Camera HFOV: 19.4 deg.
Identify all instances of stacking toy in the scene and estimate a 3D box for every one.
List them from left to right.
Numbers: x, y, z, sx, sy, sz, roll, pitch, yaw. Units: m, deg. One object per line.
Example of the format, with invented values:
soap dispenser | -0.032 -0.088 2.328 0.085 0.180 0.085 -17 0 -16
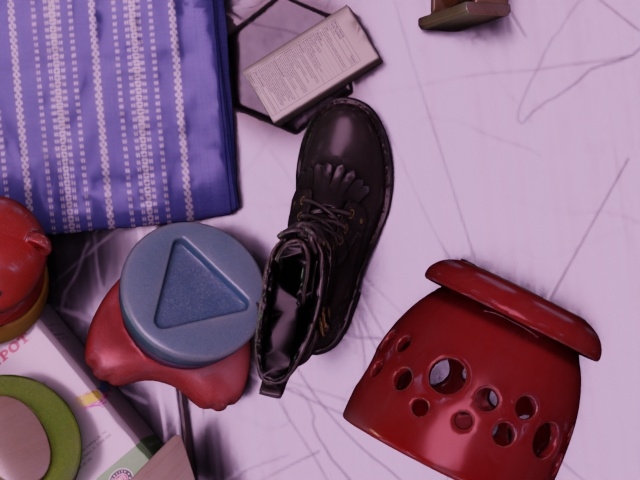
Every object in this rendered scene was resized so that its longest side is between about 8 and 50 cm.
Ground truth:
stacking toy | -0.196 0.099 1.615 0.309 0.130 0.279 8 66 -15

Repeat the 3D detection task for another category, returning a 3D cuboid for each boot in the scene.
boot | 0.000 0.000 1.619 0.091 0.229 0.263 9 91 7

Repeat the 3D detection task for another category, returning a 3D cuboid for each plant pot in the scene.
plant pot | 0.139 0.120 1.622 0.191 0.191 0.174 27 91 7

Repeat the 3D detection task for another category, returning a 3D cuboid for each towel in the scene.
towel | -0.248 -0.126 1.712 0.336 0.040 0.243 -5 98 -3

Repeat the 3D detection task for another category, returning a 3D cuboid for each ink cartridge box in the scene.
ink cartridge box | -0.251 0.184 1.719 0.154 0.093 0.212 -41 87 4

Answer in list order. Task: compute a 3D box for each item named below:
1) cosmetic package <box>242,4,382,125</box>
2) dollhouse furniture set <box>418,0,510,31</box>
cosmetic package | -0.007 -0.159 1.715 0.115 0.041 0.060 -30 86 6
dollhouse furniture set | 0.034 -0.274 1.630 0.242 0.212 0.161 1 88 -20
